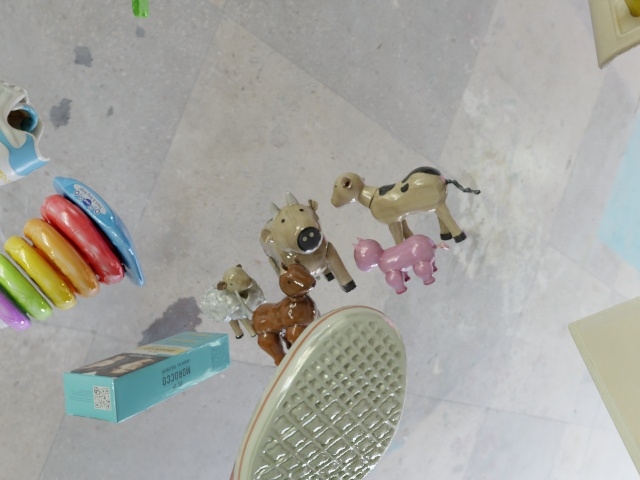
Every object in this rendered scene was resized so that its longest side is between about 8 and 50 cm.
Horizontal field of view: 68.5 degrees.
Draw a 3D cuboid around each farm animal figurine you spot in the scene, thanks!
[{"bbox_3d":[0.000,0.000,0.660,0.330,0.326,0.172,-34,103,-27],"label":"farm animal figurine"}]

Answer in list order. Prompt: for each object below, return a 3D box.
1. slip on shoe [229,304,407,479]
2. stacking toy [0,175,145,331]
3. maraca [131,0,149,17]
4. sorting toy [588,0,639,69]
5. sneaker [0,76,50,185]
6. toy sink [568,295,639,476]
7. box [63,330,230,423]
[{"bbox_3d":[-0.024,0.186,0.418,0.122,0.101,0.332,8,119,-21],"label":"slip on shoe"},{"bbox_3d":[-0.421,0.062,0.665,0.302,0.175,0.166,-43,161,-29],"label":"stacking toy"},{"bbox_3d":[-0.232,-0.384,0.614,0.099,0.127,0.186,3,73,-3],"label":"maraca"},{"bbox_3d":[0.369,-0.292,0.481,0.047,0.196,0.348,33,53,-24],"label":"sorting toy"},{"bbox_3d":[-0.376,-0.147,0.538,0.092,0.229,0.087,-23,151,-17],"label":"sneaker"},{"bbox_3d":[0.439,0.183,0.559,0.152,0.131,0.235,4,60,-36],"label":"toy sink"},{"bbox_3d":[-0.251,0.198,0.721,0.244,0.100,0.060,-8,95,-65],"label":"box"}]
